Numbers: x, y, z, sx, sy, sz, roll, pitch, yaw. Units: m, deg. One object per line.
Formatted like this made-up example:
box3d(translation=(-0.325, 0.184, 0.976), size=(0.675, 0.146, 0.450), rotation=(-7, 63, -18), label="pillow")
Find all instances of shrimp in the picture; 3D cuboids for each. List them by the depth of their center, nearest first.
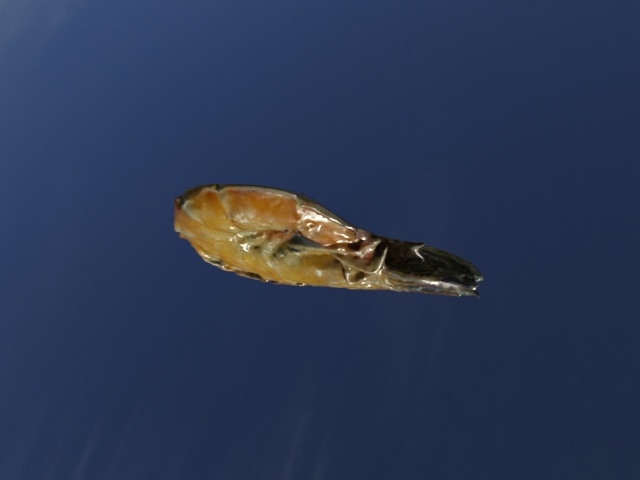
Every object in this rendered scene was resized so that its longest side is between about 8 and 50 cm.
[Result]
box3d(translation=(0.000, 0.000, 0.656), size=(0.316, 0.164, 0.062), rotation=(9, -115, 14), label="shrimp")
